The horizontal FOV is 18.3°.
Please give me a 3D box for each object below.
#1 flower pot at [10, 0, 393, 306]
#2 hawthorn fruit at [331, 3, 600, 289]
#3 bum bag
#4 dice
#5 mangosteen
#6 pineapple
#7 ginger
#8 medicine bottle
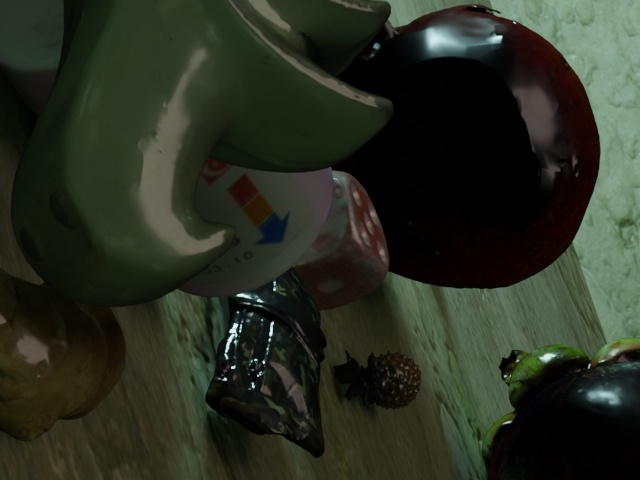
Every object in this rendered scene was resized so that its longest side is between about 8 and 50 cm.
[{"bbox_3d":[-0.114,-0.165,1.091,0.254,0.164,0.368,-31,86,-31],"label":"flower pot"},{"bbox_3d":[0.141,-0.086,1.964,0.316,0.316,0.316,-21,90,-76],"label":"hawthorn fruit"},{"bbox_3d":[-0.037,0.074,1.497,0.102,0.069,0.248,26,32,-15],"label":"bum bag"},{"bbox_3d":[0.000,0.000,1.690,0.094,0.093,0.091,49,25,-56],"label":"dice"},{"bbox_3d":[0.314,0.257,2.142,0.311,0.311,0.311,-21,90,-76],"label":"mangosteen"},{"bbox_3d":[0.046,0.129,1.797,0.124,0.058,0.058,2,67,-62],"label":"pineapple"},{"bbox_3d":[-0.160,0.056,1.068,0.095,0.069,0.190,46,10,14],"label":"ginger"},{"bbox_3d":[-0.103,-0.085,1.310,0.254,0.152,0.152,53,22,-46],"label":"medicine bottle"}]
